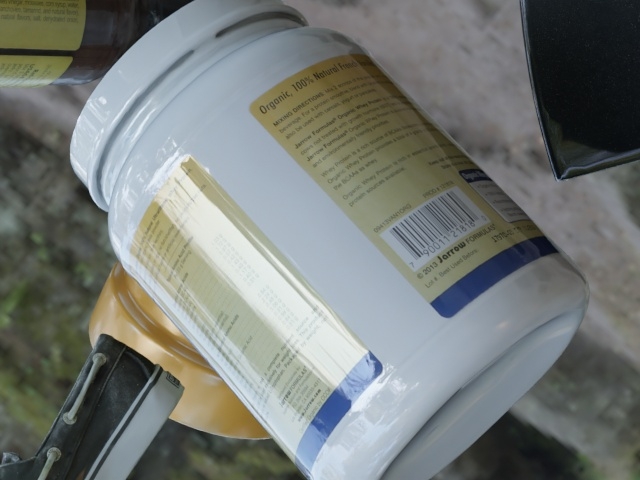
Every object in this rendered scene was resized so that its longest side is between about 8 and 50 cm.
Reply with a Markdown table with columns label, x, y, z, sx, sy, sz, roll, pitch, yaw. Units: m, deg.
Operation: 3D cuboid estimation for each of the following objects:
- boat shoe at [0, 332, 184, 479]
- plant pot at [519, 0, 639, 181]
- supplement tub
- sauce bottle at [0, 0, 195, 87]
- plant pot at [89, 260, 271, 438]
| label | x | y | z | sx | sy | sz | roll | pitch | yaw |
| --- | --- | --- | --- | --- | --- | --- | --- | --- | --- |
| boat shoe | -0.170 | 0.157 | 0.997 | 0.070 | 0.219 | 0.078 | 36 | 159 | -8 |
| plant pot | 0.264 | -0.177 | 1.307 | 0.187 | 0.188 | 0.167 | -44 | -67 | -46 |
| supplement tub | 0.000 | 0.000 | 1.126 | 0.316 | 0.228 | 0.228 | 48 | -169 | 18 |
| sauce bottle | -0.209 | -0.158 | 1.143 | 0.344 | 0.111 | 0.111 | -4 | -140 | -51 |
| plant pot | -0.063 | 0.026 | 1.355 | 0.205 | 0.188 | 0.205 | 20 | -155 | -10 |
